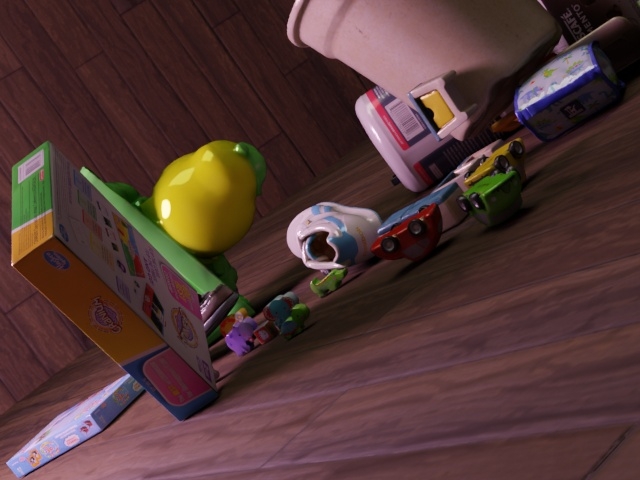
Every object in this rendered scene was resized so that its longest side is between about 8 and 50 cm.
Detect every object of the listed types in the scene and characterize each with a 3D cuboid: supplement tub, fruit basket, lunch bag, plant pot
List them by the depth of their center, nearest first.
[{"bbox_3d":[0.334,-0.203,1.710,0.128,0.096,0.151,-32,-3,21],"label":"lunch bag"},{"bbox_3d":[0.173,-0.323,1.872,0.334,0.305,0.334,-45,-9,-9],"label":"plant pot"},{"bbox_3d":[0.212,-0.225,2.085,0.272,0.191,0.191,-34,6,8],"label":"supplement tub"},{"bbox_3d":[-0.237,-0.019,2.102,0.392,0.392,0.283,-36,6,-5],"label":"fruit basket"}]

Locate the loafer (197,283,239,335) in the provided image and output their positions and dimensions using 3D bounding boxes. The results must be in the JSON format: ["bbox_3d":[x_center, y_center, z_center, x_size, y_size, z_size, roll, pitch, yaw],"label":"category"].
[{"bbox_3d":[-0.219,0.137,1.912,0.096,0.084,0.267,-43,-3,-47],"label":"loafer"}]

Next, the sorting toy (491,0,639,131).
[{"bbox_3d":[0.387,-0.270,1.858,0.347,0.047,0.196,-33,-15,23],"label":"sorting toy"}]

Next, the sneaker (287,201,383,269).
[{"bbox_3d":[0.002,-0.004,1.836,0.092,0.087,0.228,-21,8,-27],"label":"sneaker"}]

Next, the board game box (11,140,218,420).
[{"bbox_3d":[-0.261,0.050,1.601,0.064,0.316,0.242,-35,32,9],"label":"board game box"}]

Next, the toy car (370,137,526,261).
[{"bbox_3d":[0.184,-0.043,1.491,0.239,0.053,0.225,-37,7,-11],"label":"toy car"}]

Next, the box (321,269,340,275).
[{"bbox_3d":[0.039,0.023,1.929,0.083,0.018,0.067,-36,6,-9],"label":"box"}]

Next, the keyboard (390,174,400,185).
[{"bbox_3d":[0.212,-0.176,2.442,0.192,0.038,0.100,-35,6,12],"label":"keyboard"}]

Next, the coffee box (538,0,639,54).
[{"bbox_3d":[0.431,-0.463,2.233,0.168,0.297,0.119,-35,9,-7],"label":"coffee box"}]

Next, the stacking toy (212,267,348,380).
[{"bbox_3d":[-0.078,0.111,1.731,0.221,0.052,0.167,-31,7,27],"label":"stacking toy"}]

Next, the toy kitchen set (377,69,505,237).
[{"bbox_3d":[0.138,-0.110,1.710,0.122,0.166,0.207,-29,8,39],"label":"toy kitchen set"}]

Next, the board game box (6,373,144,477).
[{"bbox_3d":[-0.396,0.298,2.069,0.211,0.039,0.160,-32,7,31],"label":"board game box"}]
